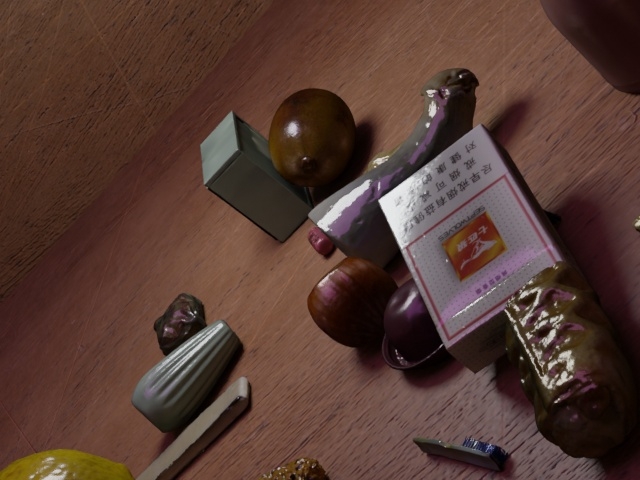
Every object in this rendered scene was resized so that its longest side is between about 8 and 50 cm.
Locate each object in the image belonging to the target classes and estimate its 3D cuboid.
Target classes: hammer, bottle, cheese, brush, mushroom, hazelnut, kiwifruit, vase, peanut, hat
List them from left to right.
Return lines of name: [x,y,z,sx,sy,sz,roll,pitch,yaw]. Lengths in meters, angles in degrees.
cheese: [-0.275,0.417,2.208,0.400,0.034,0.085,-45,21,15]
vase: [-0.266,0.268,2.291,0.248,0.128,0.128,-47,23,-9]
kiwifruit: [-0.017,-0.217,2.432,0.196,0.196,0.234,-41,23,23]
hammer: [0.000,0.000,2.283,0.043,0.043,0.083,-49,23,6]
hazelnut: [0.060,0.106,1.922,0.150,0.150,0.150,-40,27,25]
peanut: [0.147,-0.145,2.180,0.187,0.082,0.082,-21,39,50]
mushroom: [0.163,-0.133,2.036,0.397,0.177,0.126,-47,-20,2]
hat: [0.159,0.114,1.789,0.205,0.089,0.205,-41,26,24]
brush: [0.191,0.287,1.563,0.030,0.033,0.178,-54,24,-20]
bottle: [0.423,-0.377,1.745,0.173,0.297,0.206,-57,25,-8]

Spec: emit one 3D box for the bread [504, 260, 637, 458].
bread: [0.313,0.155,1.412,0.268,0.129,0.152,-101,14,-59]

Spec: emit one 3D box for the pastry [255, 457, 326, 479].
pastry: [-0.049,0.392,1.812,0.140,0.056,0.080,-34,41,31]

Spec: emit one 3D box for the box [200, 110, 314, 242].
box: [-0.145,-0.138,2.504,0.117,0.225,0.225,-45,24,15]

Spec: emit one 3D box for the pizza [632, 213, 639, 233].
pizza: [0.529,-0.055,1.385,0.258,0.087,0.268,-45,23,9]

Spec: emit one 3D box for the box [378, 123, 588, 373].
box: [0.234,0.006,1.675,0.210,0.095,0.330,-37,42,16]

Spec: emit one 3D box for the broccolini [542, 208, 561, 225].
broccolini: [0.253,0.012,1.795,0.271,0.062,0.123,-5,36,51]

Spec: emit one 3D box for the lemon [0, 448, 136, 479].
lemon: [-0.444,0.531,1.958,0.387,0.349,0.350,-33,29,57]

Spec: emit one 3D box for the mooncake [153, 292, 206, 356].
mooncake: [-0.322,0.190,2.552,0.130,0.073,0.125,-48,26,13]
